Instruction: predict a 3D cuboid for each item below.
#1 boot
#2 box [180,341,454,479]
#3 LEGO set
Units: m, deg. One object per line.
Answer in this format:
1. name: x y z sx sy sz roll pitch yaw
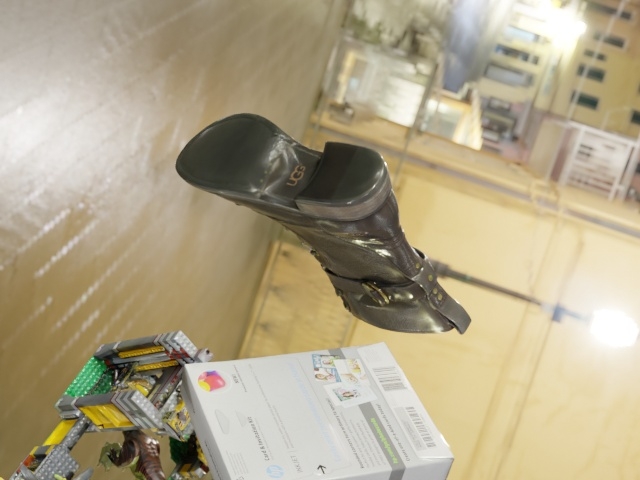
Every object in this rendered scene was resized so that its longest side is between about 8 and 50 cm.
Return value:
1. boot: 0.000 0.000 1.030 0.091 0.263 0.229 -54 140 -22
2. box: -0.005 0.151 0.893 0.145 0.186 0.038 -122 -143 -47
3. LEGO set: -0.188 0.255 1.170 0.192 0.255 0.331 -14 -155 46
